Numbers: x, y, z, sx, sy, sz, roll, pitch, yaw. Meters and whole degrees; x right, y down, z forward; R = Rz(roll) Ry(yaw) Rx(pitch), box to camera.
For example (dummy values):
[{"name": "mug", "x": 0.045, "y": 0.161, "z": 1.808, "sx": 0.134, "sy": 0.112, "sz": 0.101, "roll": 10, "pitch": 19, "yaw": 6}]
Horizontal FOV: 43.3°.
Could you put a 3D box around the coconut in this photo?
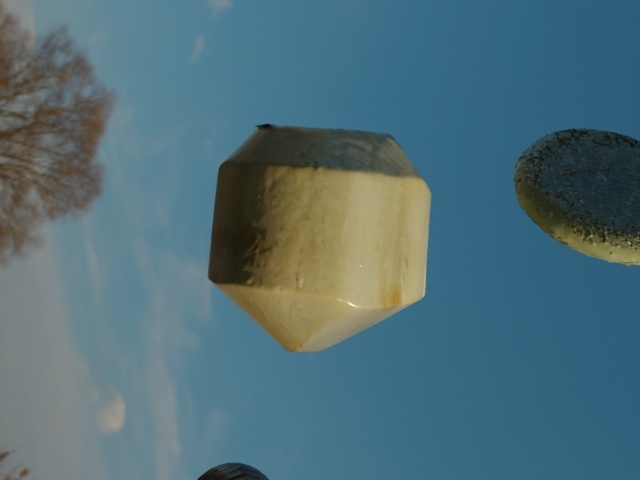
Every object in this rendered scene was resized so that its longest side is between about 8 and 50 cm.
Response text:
[{"name": "coconut", "x": 0.000, "y": 0.000, "z": 1.075, "sx": 0.323, "sy": 0.323, "sz": 0.323, "roll": 24, "pitch": -63, "yaw": 57}]

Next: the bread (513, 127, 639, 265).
[{"name": "bread", "x": 0.387, "y": -0.070, "z": 1.079, "sx": 0.267, "sy": 0.267, "sz": 0.040, "roll": 57, "pitch": -28, "yaw": 38}]

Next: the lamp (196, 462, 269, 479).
[{"name": "lamp", "x": -0.125, "y": 0.384, "z": 1.146, "sx": 0.136, "sy": 0.136, "sz": 0.136, "roll": 24, "pitch": -63, "yaw": 57}]
